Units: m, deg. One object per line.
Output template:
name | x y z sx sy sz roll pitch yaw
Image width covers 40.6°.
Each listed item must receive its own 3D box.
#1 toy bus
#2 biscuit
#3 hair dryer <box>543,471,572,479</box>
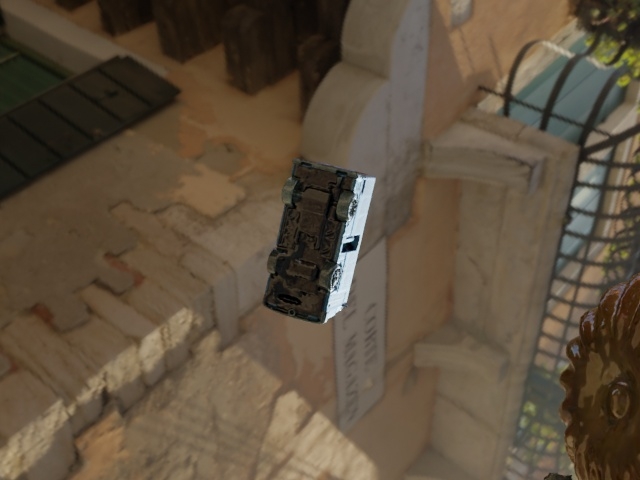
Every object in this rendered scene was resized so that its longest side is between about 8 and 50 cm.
toy bus | 0.000 0.000 1.044 0.090 0.106 0.185 16 -81 18
biscuit | 0.382 0.195 1.020 0.326 0.107 0.326 -176 -90 -74
hair dryer | 0.288 0.348 0.853 0.361 0.121 0.301 -105 -161 -63
